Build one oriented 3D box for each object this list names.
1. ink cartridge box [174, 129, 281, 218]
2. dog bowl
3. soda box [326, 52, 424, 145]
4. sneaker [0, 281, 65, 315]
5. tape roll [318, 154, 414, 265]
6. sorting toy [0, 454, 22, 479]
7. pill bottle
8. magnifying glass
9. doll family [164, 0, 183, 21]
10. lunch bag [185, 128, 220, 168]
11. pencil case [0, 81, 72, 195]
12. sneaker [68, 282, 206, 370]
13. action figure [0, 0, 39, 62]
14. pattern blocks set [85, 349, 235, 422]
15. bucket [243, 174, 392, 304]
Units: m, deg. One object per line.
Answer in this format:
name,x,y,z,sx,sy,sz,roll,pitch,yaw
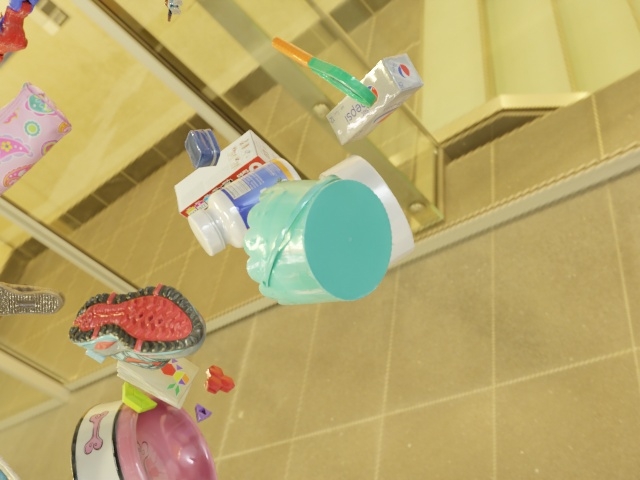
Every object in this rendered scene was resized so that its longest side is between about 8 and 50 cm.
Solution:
ink cartridge box,-0.244,-0.147,2.172,0.309,0.272,0.130,-34,48,16
dog bowl,-0.395,0.548,1.657,0.150,0.408,0.408,-29,34,12
soda box,0.135,-0.359,1.799,0.091,0.098,0.286,-23,-8,-36
sneaker,-0.623,0.121,1.434,0.071,0.188,0.066,-144,65,-81
tape roll,0.110,-0.063,1.704,0.100,0.286,0.286,-31,28,-9
sorting toy,-0.674,0.521,1.453,0.193,0.208,0.038,-31,13,38
pill bottle,-0.177,-0.076,1.697,0.272,0.152,0.152,-32,25,-18
magnifying glass,0.003,-0.289,1.181,0.231,0.092,0.026,39,95,28
doll family,-0.347,-0.626,1.671,0.193,0.076,0.111,-62,35,10
lunch bag,-0.289,-0.230,1.726,0.067,0.065,0.098,-54,54,48
pencil case,-0.591,-0.157,1.259,0.284,0.124,0.124,-43,29,-8
sneaker,-0.244,0.133,1.017,0.261,0.125,0.104,-1,59,40
action figure,-0.586,-0.477,1.330,0.139,0.091,0.280,41,108,22
pattern blocks set,-0.383,0.310,1.663,0.026,0.324,0.285,-53,-4,28
bucket,0.000,0.000,1.418,0.183,0.281,0.281,-4,52,49
